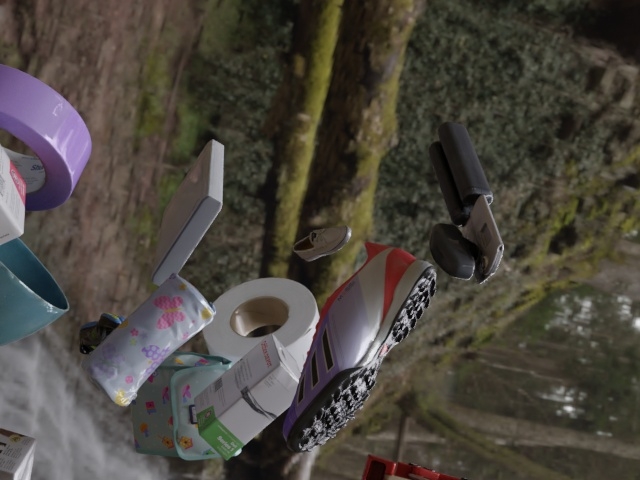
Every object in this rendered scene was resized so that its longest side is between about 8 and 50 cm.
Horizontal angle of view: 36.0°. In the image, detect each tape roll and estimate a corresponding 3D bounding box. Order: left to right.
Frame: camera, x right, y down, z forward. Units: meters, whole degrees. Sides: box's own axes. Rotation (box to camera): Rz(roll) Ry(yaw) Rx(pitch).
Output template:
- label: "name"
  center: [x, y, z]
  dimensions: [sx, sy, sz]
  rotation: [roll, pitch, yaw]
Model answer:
- label: "tape roll"
  center: [-0.525, -0.167, 1.629]
  dimensions: [0.275, 0.275, 0.090]
  rotation: [-41, -155, 51]
- label: "tape roll"
  center: [-0.138, 0.218, 2.389]
  dimensions: [0.286, 0.286, 0.100]
  rotation: [-115, -170, -52]

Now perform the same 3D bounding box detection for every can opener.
- label: "can opener"
  center: [0.183, -0.059, 1.358]
  dimensions: [0.283, 0.095, 0.076]
  rotation: [-102, -154, -44]

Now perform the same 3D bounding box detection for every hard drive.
- label: "hard drive"
  center: [-0.290, -0.068, 2.182]
  dimensions: [0.233, 0.047, 0.353]
  rotation: [-55, -162, 18]

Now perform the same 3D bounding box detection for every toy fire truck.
- label: "toy fire truck"
  center: [0.158, 0.372, 1.502]
  dimensions: [0.135, 0.192, 0.047]
  rotation: [78, 27, -81]

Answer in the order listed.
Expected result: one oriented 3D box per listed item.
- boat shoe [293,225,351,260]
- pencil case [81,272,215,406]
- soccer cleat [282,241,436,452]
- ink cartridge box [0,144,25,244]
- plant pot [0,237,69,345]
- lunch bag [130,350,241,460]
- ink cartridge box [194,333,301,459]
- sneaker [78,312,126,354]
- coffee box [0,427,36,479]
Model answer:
- label: "boat shoe"
  center: [0.000, 0.000, 1.420]
  dimensions: [0.100, 0.035, 0.035]
  rotation: [-23, -132, 41]
- label: "pencil case"
  center: [-0.331, 0.192, 1.899]
  dimensions: [0.273, 0.124, 0.113]
  rotation: [-46, -177, -10]
- label: "soccer cleat"
  center: [0.032, 0.141, 1.340]
  dimensions: [0.116, 0.108, 0.318]
  rotation: [28, -109, 25]
- label: "ink cartridge box"
  center: [-0.535, -0.119, 1.442]
  dimensions: [0.172, 0.100, 0.237]
  rotation: [-115, 180, -57]
- label: "plant pot"
  center: [-0.603, 0.077, 1.680]
  dimensions: [0.195, 0.290, 0.290]
  rotation: [-42, -152, -4]
- label: "lunch bag"
  center: [-0.295, 0.369, 2.215]
  dimensions: [0.262, 0.160, 0.223]
  rotation: [1, -82, 33]
- label: "ink cartridge box"
  center: [-0.144, 0.313, 1.995]
  dimensions: [0.219, 0.092, 0.160]
  rotation: [-40, -160, 4]
- label: "sneaker"
  center: [-0.481, 0.211, 2.188]
  dimensions: [0.188, 0.067, 0.078]
  rotation: [-27, -129, 45]
- label: "coffee box"
  center: [-0.752, 0.457, 2.015]
  dimensions: [0.119, 0.297, 0.168]
  rotation: [-73, -179, -61]
